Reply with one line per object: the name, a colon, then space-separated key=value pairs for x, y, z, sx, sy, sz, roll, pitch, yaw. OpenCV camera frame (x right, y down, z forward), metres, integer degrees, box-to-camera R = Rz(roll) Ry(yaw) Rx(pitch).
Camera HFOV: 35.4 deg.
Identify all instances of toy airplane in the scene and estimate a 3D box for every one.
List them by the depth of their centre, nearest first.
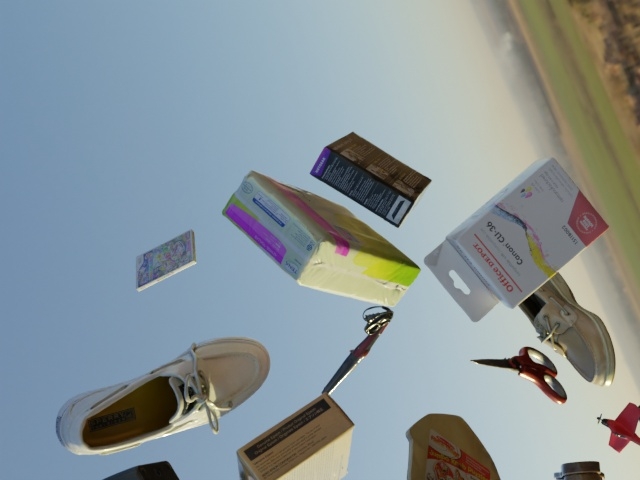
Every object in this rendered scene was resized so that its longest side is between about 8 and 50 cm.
toy airplane: x=0.570 y=0.359 z=1.817 sx=0.028 sy=0.151 sz=0.151 roll=-49 pitch=-59 yaw=-36

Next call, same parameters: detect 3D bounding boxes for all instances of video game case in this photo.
video game case: x=-0.280 y=0.035 z=1.813 sx=0.011 sy=0.122 sz=0.087 roll=53 pitch=-164 yaw=-39

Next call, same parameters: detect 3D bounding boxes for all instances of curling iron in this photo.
curling iron: x=0.071 y=0.233 z=2.116 sx=0.068 sy=0.274 sz=0.035 roll=13 pitch=-142 yaw=-28

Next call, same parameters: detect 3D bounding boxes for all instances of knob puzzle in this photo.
knob puzzle: x=0.194 y=0.335 z=1.472 sx=0.213 sy=0.030 sz=0.213 roll=29 pitch=-145 yaw=-23

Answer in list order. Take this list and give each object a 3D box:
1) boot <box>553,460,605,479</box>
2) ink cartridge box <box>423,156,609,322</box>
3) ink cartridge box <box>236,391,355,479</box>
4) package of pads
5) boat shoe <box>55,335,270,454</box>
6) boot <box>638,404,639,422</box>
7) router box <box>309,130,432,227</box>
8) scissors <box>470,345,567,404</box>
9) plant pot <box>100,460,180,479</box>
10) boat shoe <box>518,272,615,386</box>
boot: x=0.580 y=0.564 z=2.229 sx=0.305 sy=0.112 sz=0.115 roll=49 pitch=-145 yaw=-66
ink cartridge box: x=0.238 y=0.004 z=1.239 sx=0.115 sy=0.198 sz=0.067 roll=50 pitch=178 yaw=-5
ink cartridge box: x=-0.045 y=0.396 z=1.784 sx=0.088 sy=0.193 sz=0.234 roll=47 pitch=155 yaw=26
package of pads: x=0.000 y=0.000 z=1.700 sx=0.229 sy=0.101 sz=0.297 roll=41 pitch=-166 yaw=37
boat shoe: x=-0.221 y=0.243 z=1.570 sx=0.156 sy=0.367 sz=0.135 roll=-5 pitch=98 yaw=61
boot: x=0.678 y=0.430 z=1.974 sx=0.263 sy=0.091 sz=0.228 roll=14 pitch=-131 yaw=-55
router box: x=0.071 y=-0.084 z=1.321 sx=0.133 sy=0.046 sz=0.179 roll=32 pitch=-163 yaw=5
scissors: x=0.314 y=0.199 z=1.647 sx=0.297 sy=0.021 sz=0.109 roll=25 pitch=-145 yaw=-40
plant pot: x=-0.369 y=0.554 z=2.049 sx=0.188 sy=0.167 sz=0.187 roll=56 pitch=-165 yaw=19
boat shoe: x=0.434 y=0.159 z=1.821 sx=0.302 sy=0.098 sz=0.109 roll=-113 pitch=23 yaw=-53
